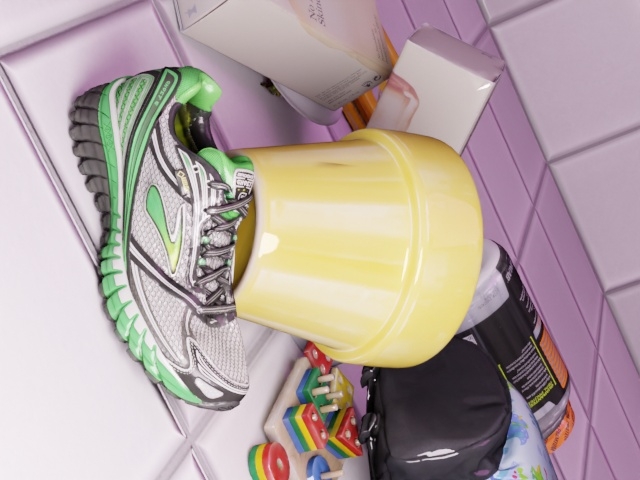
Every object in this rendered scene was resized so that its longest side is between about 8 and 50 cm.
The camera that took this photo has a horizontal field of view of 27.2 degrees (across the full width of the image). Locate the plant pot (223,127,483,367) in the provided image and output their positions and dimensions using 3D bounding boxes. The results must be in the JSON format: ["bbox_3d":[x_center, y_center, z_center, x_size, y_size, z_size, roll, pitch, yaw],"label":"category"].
[{"bbox_3d":[0.000,0.000,1.378,0.239,0.254,0.254,7,58,-31],"label":"plant pot"}]

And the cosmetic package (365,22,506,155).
[{"bbox_3d":[0.120,-0.121,1.753,0.129,0.296,0.153,28,21,5],"label":"cosmetic package"}]

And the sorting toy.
[{"bbox_3d":[0.004,0.210,1.462,0.132,0.046,0.274,66,26,-21],"label":"sorting toy"}]

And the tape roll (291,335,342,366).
[{"bbox_3d":[0.008,0.043,1.637,0.219,0.072,0.219,53,26,-39],"label":"tape roll"}]

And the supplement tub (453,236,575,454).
[{"bbox_3d":[0.244,0.168,1.944,0.316,0.193,0.194,60,21,-23],"label":"supplement tub"}]

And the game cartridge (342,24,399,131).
[{"bbox_3d":[0.123,-0.209,2.222,0.285,0.052,0.324,59,23,-26],"label":"game cartridge"}]

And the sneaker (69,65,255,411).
[{"bbox_3d":[-0.127,-0.008,1.233,0.134,0.146,0.344,14,57,-66],"label":"sneaker"}]

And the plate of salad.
[{"bbox_3d":[-0.039,-0.242,1.828,0.200,0.048,0.200,39,35,-35],"label":"plate of salad"}]

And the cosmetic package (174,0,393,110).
[{"bbox_3d":[-0.049,-0.299,1.696,0.309,0.113,0.160,21,48,-51],"label":"cosmetic package"}]

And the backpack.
[{"bbox_3d":[0.178,0.320,1.556,0.290,0.273,0.356,-89,179,-68],"label":"backpack"}]
